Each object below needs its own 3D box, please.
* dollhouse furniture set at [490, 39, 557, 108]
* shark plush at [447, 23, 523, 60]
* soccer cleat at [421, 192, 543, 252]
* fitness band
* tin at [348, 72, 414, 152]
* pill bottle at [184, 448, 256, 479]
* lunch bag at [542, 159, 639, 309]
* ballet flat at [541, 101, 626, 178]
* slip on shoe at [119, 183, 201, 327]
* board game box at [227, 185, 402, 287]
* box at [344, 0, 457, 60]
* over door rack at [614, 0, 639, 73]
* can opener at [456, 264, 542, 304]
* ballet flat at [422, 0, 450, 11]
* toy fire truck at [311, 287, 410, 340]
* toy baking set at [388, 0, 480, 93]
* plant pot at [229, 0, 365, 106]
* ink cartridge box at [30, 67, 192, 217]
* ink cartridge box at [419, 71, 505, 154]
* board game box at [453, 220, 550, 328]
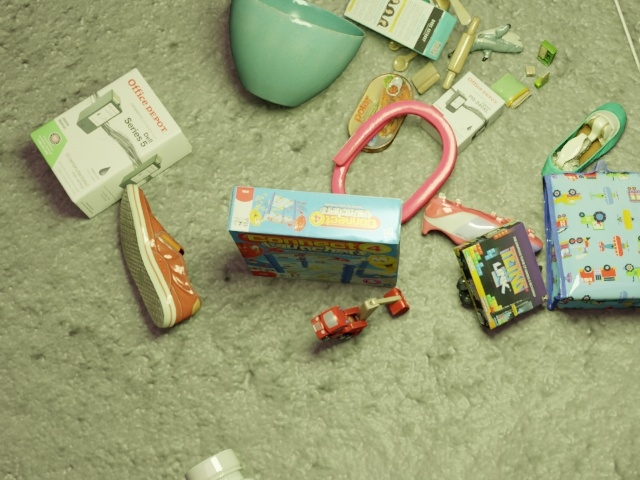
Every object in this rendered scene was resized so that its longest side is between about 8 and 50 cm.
[{"bbox_3d":[0.448,-0.362,1.785,0.152,0.058,0.076,-41,73,-9],"label":"dollhouse furniture set"},{"bbox_3d":[0.365,-0.430,1.819,0.161,0.073,0.067,-17,102,-6],"label":"shark plush"},{"bbox_3d":[0.329,-0.017,1.684,0.248,0.083,0.095,22,105,6],"label":"soccer cleat"},{"bbox_3d":[0.151,-0.155,1.715,0.209,0.054,0.291,44,95,11],"label":"fitness band"},{"bbox_3d":[0.132,-0.278,1.796,0.106,0.040,0.189,27,77,8],"label":"tin"},{"bbox_3d":[-0.154,0.511,1.515,0.131,0.131,0.229,-30,73,-5],"label":"pill bottle"},{"bbox_3d":[0.559,-0.019,1.615,0.221,0.138,0.293,-1,76,4],"label":"lunch bag"},{"bbox_3d":[0.560,-0.209,1.712,0.247,0.087,0.083,-44,74,-10],"label":"ballet flat"},{"bbox_3d":[-0.340,0.026,1.708,0.101,0.123,0.331,-11,63,-33],"label":"slip on shoe"},{"bbox_3d":[0.000,0.000,1.577,0.308,0.302,0.086,5,73,6],"label":"board game box"},{"bbox_3d":[0.171,-0.488,1.790,0.244,0.060,0.100,37,108,33],"label":"box"},{"bbox_3d":[0.771,-0.477,1.772,0.239,0.108,0.324,-16,72,-2],"label":"over door rack"},{"bbox_3d":[0.362,0.081,1.653,0.186,0.073,0.059,-16,63,-10],"label":"can opener"},{"bbox_3d":[0.196,-0.579,1.879,0.232,0.080,0.073,40,52,13],"label":"ballet flat"},{"bbox_3d":[0.081,0.144,1.612,0.135,0.192,0.047,-35,69,23],"label":"toy fire truck"},{"bbox_3d":[0.248,-0.451,1.784,0.197,0.030,0.256,35,104,29],"label":"toy baking set"},{"bbox_3d":[-0.075,-0.402,1.751,0.290,0.290,0.195,28,112,12],"label":"plant pot"},{"bbox_3d":[-0.449,-0.212,1.779,0.273,0.115,0.198,-35,73,-7],"label":"ink cartridge box"},{"bbox_3d":[0.305,-0.273,1.765,0.150,0.063,0.109,-43,74,-9],"label":"ink cartridge box"},{"bbox_3d":[0.354,0.066,1.602,0.141,0.048,0.170,-24,101,-11],"label":"board game box"}]
